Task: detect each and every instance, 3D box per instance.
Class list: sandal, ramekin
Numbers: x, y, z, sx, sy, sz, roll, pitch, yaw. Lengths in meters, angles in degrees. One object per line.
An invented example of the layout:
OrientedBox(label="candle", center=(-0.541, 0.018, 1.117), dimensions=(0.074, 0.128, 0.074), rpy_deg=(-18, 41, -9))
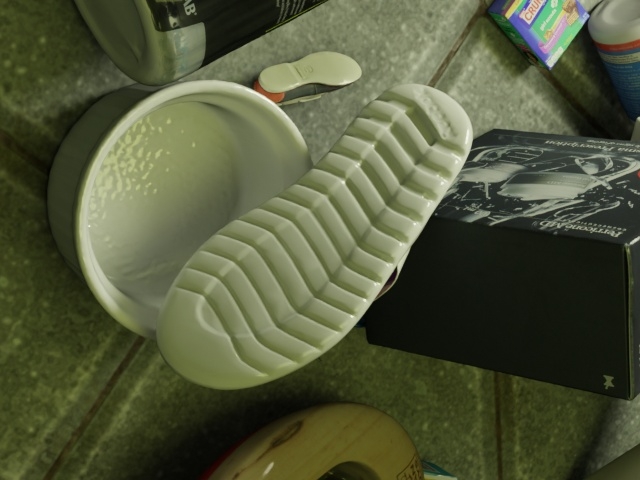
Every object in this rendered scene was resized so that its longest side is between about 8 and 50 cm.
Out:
OrientedBox(label="sandal", center=(0.011, 0.010, 1.449), dimensions=(0.416, 0.169, 0.102), rpy_deg=(-43, 162, -16))
OrientedBox(label="ramekin", center=(-0.153, -0.040, 1.479), dimensions=(0.277, 0.135, 0.277), rpy_deg=(-9, 107, -30))

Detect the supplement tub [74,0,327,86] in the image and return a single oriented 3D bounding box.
OrientedBox(label="supplement tub", center=(-0.078, -0.313, 1.407), dimensions=(0.338, 0.207, 0.207), rpy_deg=(-31, 118, -22))

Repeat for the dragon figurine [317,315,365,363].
OrientedBox(label="dragon figurine", center=(0.029, 0.049, 1.641), dimensions=(0.289, 0.085, 0.144), rpy_deg=(-25, 117, -47))

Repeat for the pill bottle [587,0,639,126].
OrientedBox(label="pill bottle", center=(0.444, -0.217, 1.821), dimensions=(0.124, 0.124, 0.221), rpy_deg=(-42, 122, -16))

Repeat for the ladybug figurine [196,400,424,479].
OrientedBox(label="ladybug figurine", center=(-0.044, 0.350, 1.596), dimensions=(0.449, 0.162, 0.305), rpy_deg=(-29, 111, -45))

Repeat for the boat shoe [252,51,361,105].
OrientedBox(label="boat shoe", center=(-0.017, -0.180, 1.585), dimensions=(0.137, 0.049, 0.043), rpy_deg=(-16, 154, -31))

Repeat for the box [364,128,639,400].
OrientedBox(label="box", center=(0.268, 0.010, 1.588), dimensions=(0.312, 0.343, 0.179), rpy_deg=(-31, 121, -46))

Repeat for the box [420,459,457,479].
OrientedBox(label="box", center=(0.089, 0.405, 1.804), dimensions=(0.100, 0.060, 0.244), rpy_deg=(15, 95, -34))

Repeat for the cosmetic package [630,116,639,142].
OrientedBox(label="cosmetic package", center=(0.478, 0.021, 1.795), dimensions=(0.155, 0.197, 0.365), rpy_deg=(-17, 136, -28))

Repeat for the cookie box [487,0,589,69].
OrientedBox(label="cookie box", center=(0.272, -0.283, 1.742), dimensions=(0.107, 0.040, 0.092), rpy_deg=(42, 80, -33))

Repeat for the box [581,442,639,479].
OrientedBox(label="box", center=(0.468, 0.341, 1.912), dimensions=(0.094, 0.113, 0.275), rpy_deg=(20, 133, -36))
